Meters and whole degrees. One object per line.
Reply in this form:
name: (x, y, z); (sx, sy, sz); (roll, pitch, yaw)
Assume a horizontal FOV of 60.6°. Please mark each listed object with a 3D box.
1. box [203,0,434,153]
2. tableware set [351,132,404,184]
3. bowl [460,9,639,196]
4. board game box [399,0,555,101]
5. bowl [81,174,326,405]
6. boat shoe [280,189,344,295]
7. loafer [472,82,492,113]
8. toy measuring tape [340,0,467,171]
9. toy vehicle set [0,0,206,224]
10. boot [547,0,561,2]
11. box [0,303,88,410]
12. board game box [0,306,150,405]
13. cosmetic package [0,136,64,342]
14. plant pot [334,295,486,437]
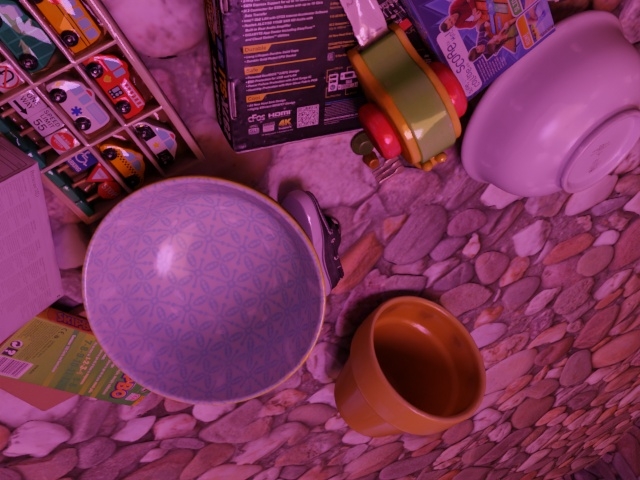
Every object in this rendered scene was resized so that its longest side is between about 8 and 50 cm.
box: (0.038, -0.248, 0.615); (0.322, 0.079, 0.257); (-15, 135, -17)
tableware set: (0.123, -0.156, 0.795); (0.154, 0.024, 0.104); (-34, 135, 7)
bowl: (0.365, -0.164, 0.800); (0.298, 0.134, 0.297); (-23, 145, -17)
board game box: (0.168, -0.260, 0.592); (0.136, 0.035, 0.201); (-38, 138, 10)
bowl: (-0.136, 0.050, 0.716); (0.290, 0.156, 0.289); (0, 103, 2)
boat shoe: (0.000, 0.000, 0.843); (0.076, 0.080, 0.228); (-38, 138, -23)
loafer: (0.267, -0.218, 0.799); (0.045, 0.039, 0.125); (4, 128, -33)
toy measuring tape: (0.079, -0.177, 0.566); (0.122, 0.121, 0.330); (-33, 139, 3)
toy vehicle set: (-0.260, -0.145, 0.579); (0.166, 0.035, 0.266); (-29, 138, 0)
boot: (0.314, -0.371, 0.611); (0.237, 0.085, 0.178); (-3, 140, 7)
box: (-0.386, 0.181, 0.840); (0.201, 0.021, 0.164); (-28, 138, -3)
board game box: (-0.345, 0.180, 0.819); (0.124, 0.039, 0.259); (-41, 134, 13)
cosmetic package: (-0.354, 0.009, 0.603); (0.099, 0.061, 0.239); (-45, 163, -40)
plant pot: (0.150, 0.274, 1.081); (0.254, 0.253, 0.239); (2, 144, -30)
